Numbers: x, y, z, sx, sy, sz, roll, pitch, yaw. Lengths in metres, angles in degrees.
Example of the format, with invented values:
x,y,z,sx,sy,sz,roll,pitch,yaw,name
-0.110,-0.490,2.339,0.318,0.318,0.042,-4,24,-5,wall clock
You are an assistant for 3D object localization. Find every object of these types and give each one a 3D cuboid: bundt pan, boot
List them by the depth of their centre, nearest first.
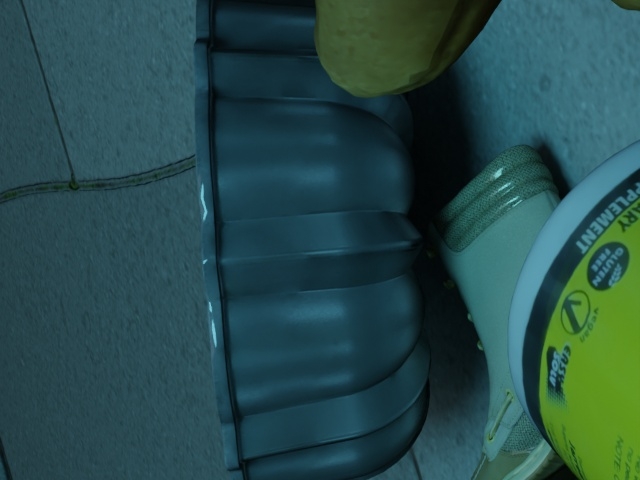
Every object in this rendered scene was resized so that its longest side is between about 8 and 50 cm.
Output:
x,y,z,sx,sy,sz,roll,pitch,yaw,name
0.114,0.064,1.082,0.165,0.077,0.213,59,143,28,boot
0.000,0.000,1.120,0.331,0.124,0.330,-5,-90,-89,bundt pan

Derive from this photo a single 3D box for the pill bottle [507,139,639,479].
x,y,z,sx,sy,sz,roll,pitch,yaw,name
0.227,0.096,0.720,0.334,0.188,0.187,-131,36,-53,pill bottle

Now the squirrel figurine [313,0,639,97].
x,y,z,sx,sy,sz,roll,pitch,yaw,name
0.224,-0.149,0.575,0.370,0.281,0.397,44,142,36,squirrel figurine
